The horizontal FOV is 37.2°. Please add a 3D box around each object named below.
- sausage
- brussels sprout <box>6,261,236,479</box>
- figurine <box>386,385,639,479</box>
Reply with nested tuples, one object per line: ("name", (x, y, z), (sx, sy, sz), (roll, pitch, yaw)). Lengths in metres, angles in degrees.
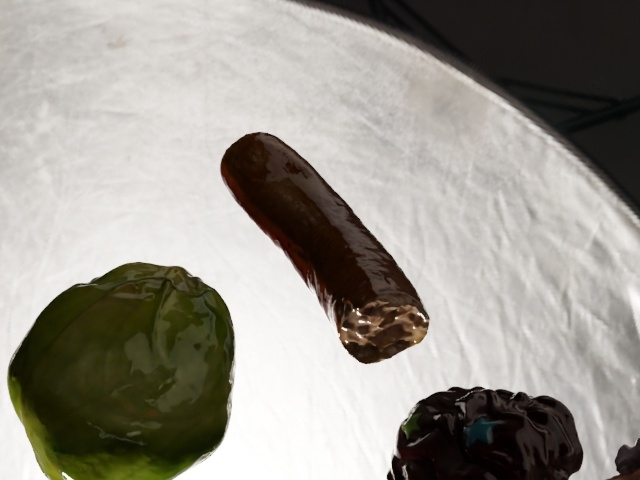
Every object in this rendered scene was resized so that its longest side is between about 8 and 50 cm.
("sausage", (0.002, 0.002, 0.831), (0.076, 0.302, 0.103), (-45, 133, 5))
("brussels sprout", (-0.163, 0.119, 0.825), (0.223, 0.223, 0.161), (-6, 141, 33))
("figurine", (0.119, 0.163, 0.495), (0.240, 0.115, 0.175), (39, 121, 54))
